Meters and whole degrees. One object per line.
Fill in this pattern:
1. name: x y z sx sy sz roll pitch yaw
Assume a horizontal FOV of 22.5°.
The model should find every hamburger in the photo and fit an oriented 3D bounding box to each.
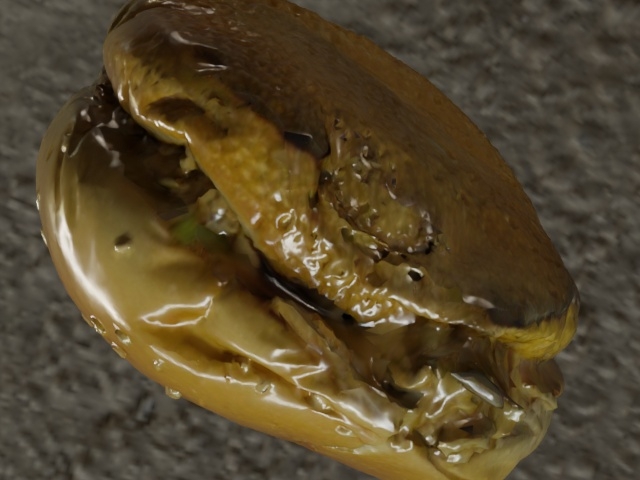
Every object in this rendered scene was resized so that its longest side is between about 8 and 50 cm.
1. hamburger: 0.000 0.000 0.811 0.170 0.289 0.314 -57 14 15
